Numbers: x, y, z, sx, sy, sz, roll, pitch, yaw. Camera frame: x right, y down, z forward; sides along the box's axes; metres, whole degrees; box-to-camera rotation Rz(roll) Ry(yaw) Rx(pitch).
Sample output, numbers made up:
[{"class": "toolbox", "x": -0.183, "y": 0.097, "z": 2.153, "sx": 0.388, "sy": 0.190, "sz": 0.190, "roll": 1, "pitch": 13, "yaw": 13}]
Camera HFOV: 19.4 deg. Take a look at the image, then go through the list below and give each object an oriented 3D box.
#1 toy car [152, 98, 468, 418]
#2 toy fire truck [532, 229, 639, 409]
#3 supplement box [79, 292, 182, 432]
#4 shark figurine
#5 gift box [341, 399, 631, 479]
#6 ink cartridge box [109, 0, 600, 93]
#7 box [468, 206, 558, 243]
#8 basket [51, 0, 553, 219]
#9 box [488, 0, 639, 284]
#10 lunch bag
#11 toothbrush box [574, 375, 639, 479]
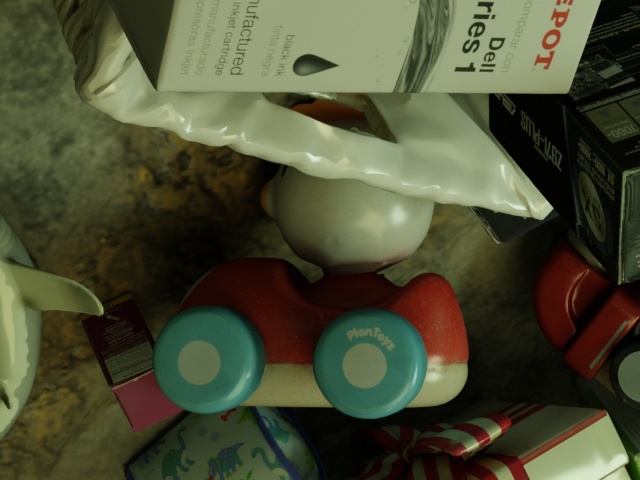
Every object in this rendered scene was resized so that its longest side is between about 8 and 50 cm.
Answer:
[{"class": "toy car", "x": 0.000, "y": 0.000, "z": 1.315, "sx": 0.210, "sy": 0.237, "sz": 0.219, "roll": 1, "pitch": 177, "yaw": 13}, {"class": "toy fire truck", "x": 0.222, "y": -0.016, "z": 1.437, "sx": 0.217, "sy": 0.246, "sz": 0.158, "roll": -55, "pitch": 172, "yaw": 23}, {"class": "supplement box", "x": -0.137, "y": 0.088, "z": 1.353, "sx": 0.043, "sy": 0.083, "sz": 0.055, "roll": -24, "pitch": 135, "yaw": -6}, {"class": "shark figurine", "x": -0.227, "y": 0.069, "z": 1.288, "sx": 0.166, "sy": 0.116, "sz": 0.278, "roll": 14, "pitch": 116, "yaw": 4}, {"class": "gift box", "x": 0.111, "y": 0.269, "z": 1.451, "sx": 0.276, "sy": 0.255, "sz": 0.258, "roll": -27, "pitch": 96, "yaw": -24}, {"class": "ink cartridge box", "x": 0.029, "y": -0.155, "z": 0.861, "sx": 0.219, "sy": 0.092, "sz": 0.160, "roll": -2, "pitch": 128, "yaw": -23}, {"class": "box", "x": 0.188, "y": -0.111, "z": 1.240, "sx": 0.207, "sy": 0.153, "sz": 0.108, "roll": -29, "pitch": 103, "yaw": 34}, {"class": "basket", "x": 0.035, "y": -0.235, "z": 1.047, "sx": 0.328, "sy": 0.266, "sz": 0.331, "roll": 12, "pitch": 121, "yaw": -34}, {"class": "box", "x": 0.199, "y": -0.074, "z": 0.983, "sx": 0.180, "sy": 0.147, "sz": 0.077, "roll": -19, "pitch": 133, "yaw": -15}, {"class": "lunch bag", "x": -0.061, "y": 0.202, "z": 1.441, "sx": 0.129, "sy": 0.151, "sz": 0.096, "roll": -43, "pitch": 133, "yaw": 10}, {"class": "toothbrush box", "x": 0.326, "y": 0.245, "z": 1.534, "sx": 0.122, "sy": 0.206, "sz": 0.283, "roll": -22, "pitch": 105, "yaw": 0}]
